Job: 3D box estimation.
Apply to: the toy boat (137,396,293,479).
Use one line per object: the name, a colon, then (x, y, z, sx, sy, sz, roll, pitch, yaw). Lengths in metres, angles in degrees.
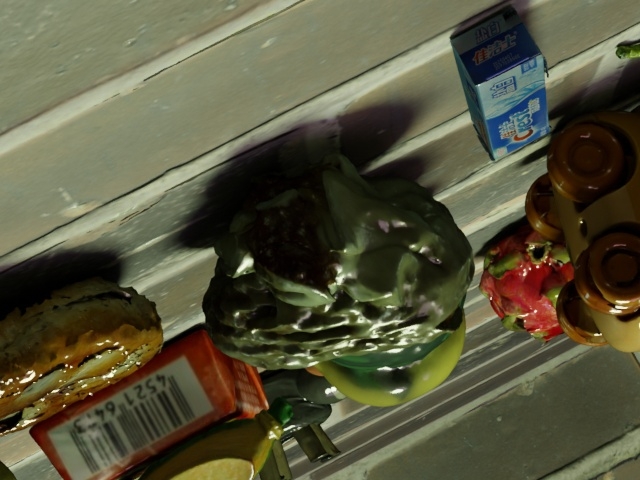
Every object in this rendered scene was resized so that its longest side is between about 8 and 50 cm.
toy boat: (-0.127, 0.255, 1.905, 0.229, 0.089, 0.088, -30, -156, 10)

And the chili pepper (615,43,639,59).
chili pepper: (0.326, -0.194, 1.700, 0.083, 0.017, 0.030, -20, 163, -29)

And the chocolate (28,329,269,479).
chocolate: (-0.186, 0.209, 1.989, 0.237, 0.108, 0.235, -31, 167, 4)

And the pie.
pie: (-0.269, 0.112, 1.508, 0.308, 0.085, 0.308, -26, 171, -4)

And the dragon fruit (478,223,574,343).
dragon fruit: (0.298, 0.051, 2.270, 0.166, 0.160, 0.172, 14, 167, 16)

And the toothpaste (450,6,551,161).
toothpaste: (0.165, -0.134, 1.524, 0.066, 0.053, 0.272, -29, 167, 3)

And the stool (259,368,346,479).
stool: (-0.045, 0.250, 2.352, 0.153, 0.139, 0.228, -20, 167, -36)

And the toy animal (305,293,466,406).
toy animal: (0.066, 0.074, 1.800, 0.216, 0.191, 0.338, -26, 166, -6)

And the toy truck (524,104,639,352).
toy truck: (0.346, -0.028, 1.857, 0.211, 0.288, 0.204, -14, 163, -6)

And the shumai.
shumai: (0.001, 0.001, 1.530, 0.256, 0.189, 0.218, -14, 150, 8)

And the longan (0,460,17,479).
longan: (-0.399, 0.287, 1.809, 0.176, 0.145, 0.155, 20, 118, -17)
